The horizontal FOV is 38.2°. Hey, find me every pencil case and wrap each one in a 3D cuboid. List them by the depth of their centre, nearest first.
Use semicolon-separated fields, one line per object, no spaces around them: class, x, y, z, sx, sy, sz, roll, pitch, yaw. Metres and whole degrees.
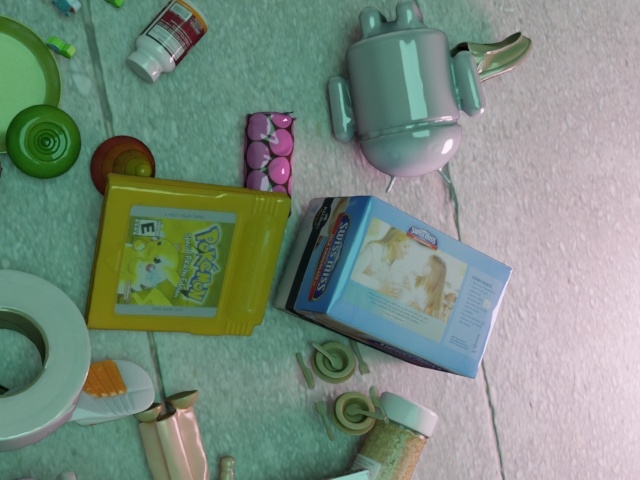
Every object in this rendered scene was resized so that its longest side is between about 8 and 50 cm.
pencil case;-0.093;-0.137;1.734;0.098;0.095;0.209;4;89;-37

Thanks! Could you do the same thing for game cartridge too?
game cartridge;-0.233;0.035;1.627;0.323;0.053;0.285;5;113;-21

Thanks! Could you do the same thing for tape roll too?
tape roll;-0.518;0.195;1.496;0.286;0.100;0.286;8;64;-16

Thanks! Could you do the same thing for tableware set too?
tableware set;0.046;0.273;1.747;0.128;0.039;0.194;-13;62;-19

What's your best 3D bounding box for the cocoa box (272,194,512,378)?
cocoa box;0.135;0.086;1.720;0.347;0.228;0.231;26;80;-25

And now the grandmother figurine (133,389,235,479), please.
grandmother figurine;-0.241;0.454;1.650;0.207;0.104;0.342;-18;92;-12

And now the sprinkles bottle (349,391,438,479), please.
sprinkles bottle;0.105;0.473;1.772;0.121;0.121;0.355;28;79;-18

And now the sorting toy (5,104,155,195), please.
sorting toy;-0.426;-0.157;1.549;0.365;0.126;0.127;19;86;-31

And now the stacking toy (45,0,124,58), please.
stacking toy;-0.468;-0.440;1.593;0.221;0.052;0.167;40;61;-16

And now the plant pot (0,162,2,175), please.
plant pot;-0.619;-0.085;1.472;0.174;0.191;0.191;25;79;-27

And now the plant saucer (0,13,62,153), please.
plant saucer;-0.566;-0.265;1.575;0.241;0.037;0.241;1;88;-23

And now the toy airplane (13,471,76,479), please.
toy airplane;-0.446;0.477;1.445;0.384;0.272;0.386;-30;140;-1

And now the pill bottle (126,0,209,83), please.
pill bottle;-0.278;-0.360;1.667;0.086;0.086;0.152;42;75;-15

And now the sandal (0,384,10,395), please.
sandal;-0.613;0.369;1.514;0.303;0.086;0.120;-57;132;-31

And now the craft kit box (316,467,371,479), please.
craft kit box;-0.005;0.560;1.660;0.249;0.061;0.247;-13;79;-7

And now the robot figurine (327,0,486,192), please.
robot figurine;0.162;-0.275;1.776;0.299;0.200;0.354;-8;92;18

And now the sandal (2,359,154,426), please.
sandal;-0.423;0.273;1.595;0.265;0.076;0.102;-7;68;-20

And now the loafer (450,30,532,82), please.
loafer;0.320;-0.371;1.896;0.268;0.102;0.092;-31;105;-19
